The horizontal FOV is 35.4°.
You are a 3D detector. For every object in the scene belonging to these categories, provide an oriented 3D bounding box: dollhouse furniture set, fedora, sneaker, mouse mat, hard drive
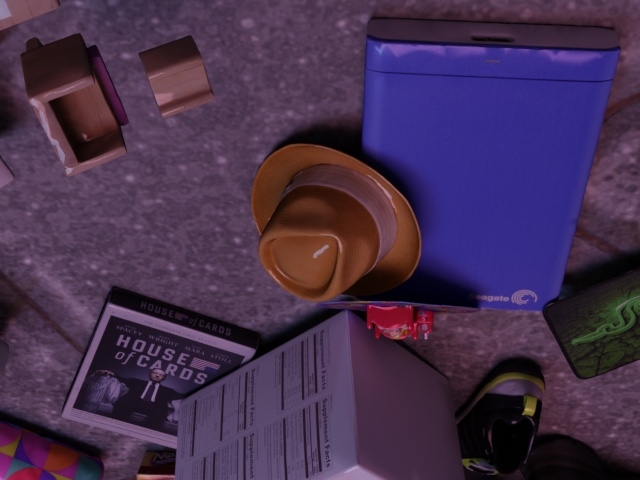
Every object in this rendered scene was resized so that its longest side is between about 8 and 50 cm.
[{"bbox_3d":[-0.107,-0.257,0.725,0.303,0.198,0.286,-22,128,-4],"label":"dollhouse furniture set"},{"bbox_3d":[0.000,0.000,0.956,0.194,0.079,0.194,19,137,19],"label":"fedora"},{"bbox_3d":[0.201,0.241,1.191,0.084,0.097,0.234,10,134,-4],"label":"sneaker"},{"bbox_3d":[0.340,0.078,1.054,0.190,0.007,0.152,-25,133,14],"label":"mouse mat"},{"bbox_3d":[0.375,0.356,1.265,0.286,0.130,0.109,21,130,-15],"label":"sneaker"},{"bbox_3d":[0.143,-0.057,0.947,0.210,0.040,0.318,3,134,3],"label":"hard drive"}]

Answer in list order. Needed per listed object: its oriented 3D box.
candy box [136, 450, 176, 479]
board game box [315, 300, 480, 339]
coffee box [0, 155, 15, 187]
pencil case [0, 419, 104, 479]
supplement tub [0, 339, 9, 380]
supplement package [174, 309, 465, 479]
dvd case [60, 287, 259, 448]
[{"bbox_3d":[-0.180,0.375,1.357,0.109,0.053,0.186,0,117,6],"label":"candy box"},{"bbox_3d":[0.080,0.084,1.028,0.169,0.033,0.133,7,171,-35],"label":"board game box"},{"bbox_3d":[-0.399,-0.121,0.863,0.141,0.098,0.246,-36,130,-12],"label":"coffee box"},{"bbox_3d":[-0.404,0.293,1.305,0.236,0.104,0.104,23,132,-17],"label":"pencil case"},{"bbox_3d":[-0.521,0.130,1.068,0.316,0.228,0.228,29,130,-21],"label":"supplement tub"},{"bbox_3d":[-0.003,0.249,1.130,0.263,0.198,0.199,-31,131,28],"label":"supplement package"},{"bbox_3d":[-0.198,0.164,1.206,0.179,0.029,0.238,19,133,-13],"label":"dvd case"}]
